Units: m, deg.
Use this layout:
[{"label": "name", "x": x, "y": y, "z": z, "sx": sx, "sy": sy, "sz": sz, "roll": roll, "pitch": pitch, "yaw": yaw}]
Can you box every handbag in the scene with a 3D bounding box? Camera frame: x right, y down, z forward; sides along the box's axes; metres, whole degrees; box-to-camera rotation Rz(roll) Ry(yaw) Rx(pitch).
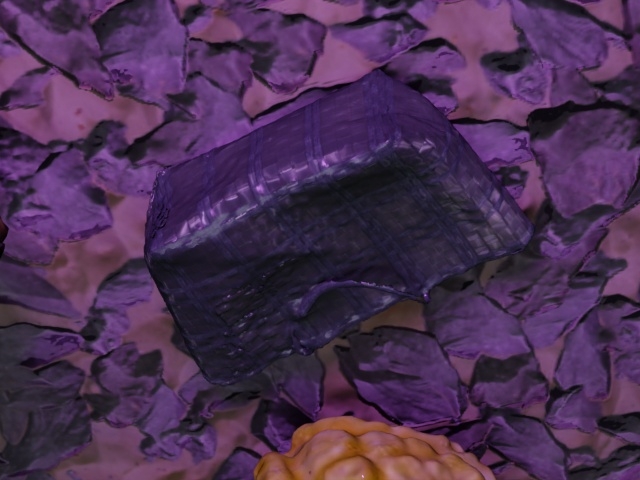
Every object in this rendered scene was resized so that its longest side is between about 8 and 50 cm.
[{"label": "handbag", "x": 0.000, "y": 0.000, "z": 0.828, "sx": 0.270, "sy": 0.088, "sz": 0.175, "roll": -25, "pitch": 125, "yaw": 14}]

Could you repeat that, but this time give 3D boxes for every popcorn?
[{"label": "popcorn", "x": 0.043, "y": 0.246, "z": 0.906, "sx": 0.255, "sy": 0.194, "sz": 0.256, "roll": -27, "pitch": 135, "yaw": 21}]

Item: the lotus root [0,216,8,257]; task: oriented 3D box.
[{"label": "lotus root", "x": -0.375, "y": -0.017, "z": 0.739, "sx": 0.316, "sy": 0.316, "sz": 0.250, "roll": -25, "pitch": 99, "yaw": 14}]
